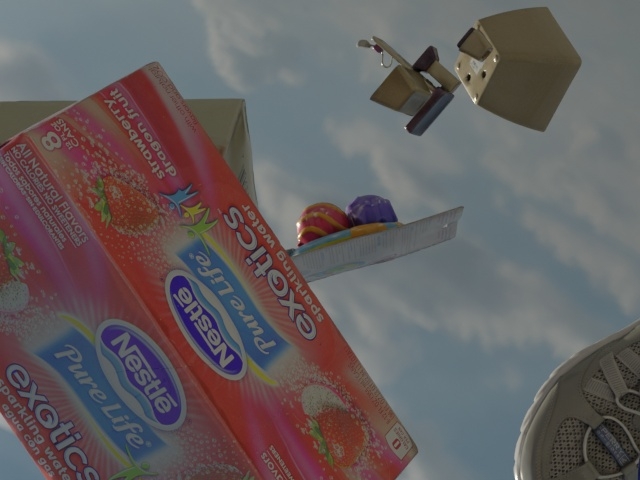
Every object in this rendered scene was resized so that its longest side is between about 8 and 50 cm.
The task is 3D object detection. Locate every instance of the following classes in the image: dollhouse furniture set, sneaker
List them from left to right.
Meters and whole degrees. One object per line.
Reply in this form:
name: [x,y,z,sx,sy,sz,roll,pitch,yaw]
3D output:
dollhouse furniture set: [0.059,-0.140,1.259,0.081,0.091,0.114,43,-168,14]
sneaker: [0.263,0.113,1.342,0.105,0.281,0.115,46,171,-12]

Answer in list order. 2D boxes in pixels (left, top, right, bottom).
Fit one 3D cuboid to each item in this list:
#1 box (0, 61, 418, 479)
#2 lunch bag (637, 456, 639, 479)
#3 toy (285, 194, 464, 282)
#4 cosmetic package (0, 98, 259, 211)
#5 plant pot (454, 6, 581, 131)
box: [-0.099,0.065,1.042,0.300,0.142,0.154,57,-146,-4]
lunch bag: [0.318,-0.022,0.668,0.238,0.386,0.328,17,174,-12]
toy: [0.000,0.000,1.485,0.137,0.237,0.056,84,166,-80]
cosmetic package: [-0.202,-0.013,1.293,0.296,0.153,0.129,-1,-149,10]
plant pot: [0.220,-0.202,1.999,0.096,0.109,0.109,2,-137,-27]
